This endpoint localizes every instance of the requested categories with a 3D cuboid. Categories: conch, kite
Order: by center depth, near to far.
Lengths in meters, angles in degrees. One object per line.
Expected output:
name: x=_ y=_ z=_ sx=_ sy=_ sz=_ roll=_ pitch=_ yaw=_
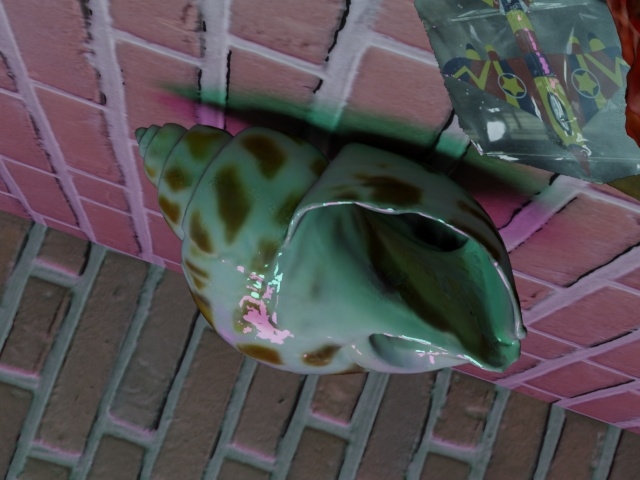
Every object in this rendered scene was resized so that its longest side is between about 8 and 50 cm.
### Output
kite: x=0.071 y=-0.119 z=0.630 sx=0.141 sy=0.015 sz=0.245 roll=3 pitch=135 yaw=48
conch: x=0.001 y=0.000 z=1.267 sx=0.368 sy=0.197 sz=0.249 roll=18 pitch=137 yaw=-8

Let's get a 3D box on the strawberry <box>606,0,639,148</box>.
strawberry: x=0.244 y=-0.043 z=0.470 sx=0.291 sy=0.310 sz=0.292 roll=-5 pitch=153 yaw=-3

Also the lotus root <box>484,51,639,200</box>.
lotus root: x=0.174 y=-0.082 z=0.697 sx=0.241 sy=0.124 sz=0.123 roll=31 pitch=163 yaw=19
